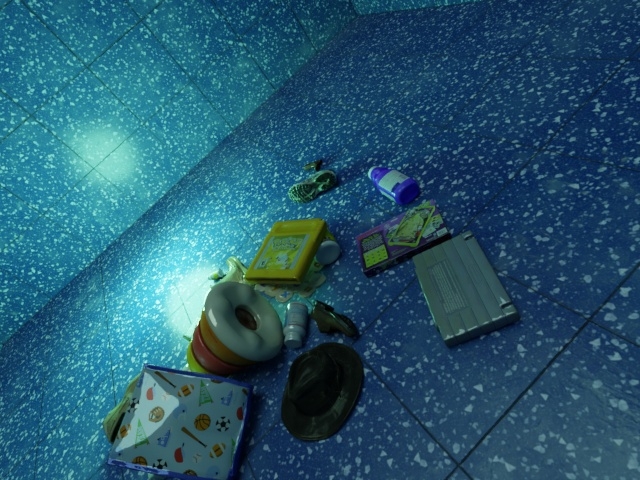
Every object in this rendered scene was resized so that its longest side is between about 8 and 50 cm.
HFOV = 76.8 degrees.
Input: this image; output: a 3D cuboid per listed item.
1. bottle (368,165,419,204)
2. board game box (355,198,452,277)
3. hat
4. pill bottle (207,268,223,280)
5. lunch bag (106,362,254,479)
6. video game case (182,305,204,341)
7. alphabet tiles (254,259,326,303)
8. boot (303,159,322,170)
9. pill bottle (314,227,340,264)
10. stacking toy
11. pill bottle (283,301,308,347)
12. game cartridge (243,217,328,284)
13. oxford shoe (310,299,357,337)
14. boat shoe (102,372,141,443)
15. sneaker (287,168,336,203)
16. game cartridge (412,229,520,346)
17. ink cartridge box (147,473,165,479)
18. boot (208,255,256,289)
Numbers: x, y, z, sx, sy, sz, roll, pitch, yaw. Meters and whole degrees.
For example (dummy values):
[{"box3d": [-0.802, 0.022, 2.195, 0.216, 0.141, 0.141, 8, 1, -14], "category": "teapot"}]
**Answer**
[{"box3d": [0.306, -0.251, 1.759, 0.118, 0.092, 0.283, -41, 37, -2], "category": "bottle"}, {"box3d": [0.308, -0.010, 1.556, 0.346, 0.056, 0.208, -27, 43, 17], "category": "board game box"}, {"box3d": [-0.027, 0.456, 1.304, 0.330, 0.134, 0.332, -23, 41, 21], "category": "hat"}, {"box3d": [-0.547, 0.181, 2.102, 0.083, 0.043, 0.044, -22, 41, 23], "category": "pill bottle"}, {"box3d": [-0.441, 0.625, 1.369, 0.384, 0.239, 0.328, 5, 61, 7], "category": "lunch bag"}, {"box3d": [-0.490, 0.364, 1.876, 0.248, 0.035, 0.275, 5, 55, 44], "category": "video game case"}, {"box3d": [-0.123, 0.149, 1.684, 0.283, 0.021, 0.278, 20, 45, 31], "category": "alphabet tiles"}, {"box3d": [-0.053, -0.410, 2.274, 0.114, 0.037, 0.107, -10, 33, 30], "category": "boot"}, {"box3d": [0.000, 0.000, 1.750, 0.117, 0.117, 0.215, -36, 37, 5], "category": "pill bottle"}, {"box3d": [-0.407, 0.423, 1.579, 0.480, 0.350, 0.351, -45, 34, 21], "category": "stacking toy"}, {"box3d": [-0.095, 0.320, 1.535, 0.087, 0.087, 0.160, -19, 42, 25], "category": "pill bottle"}, {"box3d": [-0.140, 0.039, 1.672, 0.285, 0.053, 0.324, -3, 48, 33], "category": "game cartridge"}, {"box3d": [0.046, 0.303, 1.455, 0.227, 0.082, 0.096, 24, 89, 50], "category": "oxford shoe"}, {"box3d": [-0.791, 0.706, 1.734, 0.341, 0.121, 0.110, -54, 43, -1], "category": "boat shoe"}, {"box3d": [-0.037, -0.286, 2.107, 0.282, 0.110, 0.122, -21, 23, 20], "category": "sneaker"}, {"box3d": [0.439, 0.144, 1.279, 0.230, 0.068, 0.355, -30, 38, 20], "category": "game cartridge"}, {"box3d": [-0.572, 0.729, 1.561, 0.239, 0.060, 0.275, -45, 37, -4], "category": "ink cartridge box"}, {"box3d": [-0.447, 0.188, 1.930, 0.203, 0.095, 0.262, -33, 40, -20], "category": "boot"}]
